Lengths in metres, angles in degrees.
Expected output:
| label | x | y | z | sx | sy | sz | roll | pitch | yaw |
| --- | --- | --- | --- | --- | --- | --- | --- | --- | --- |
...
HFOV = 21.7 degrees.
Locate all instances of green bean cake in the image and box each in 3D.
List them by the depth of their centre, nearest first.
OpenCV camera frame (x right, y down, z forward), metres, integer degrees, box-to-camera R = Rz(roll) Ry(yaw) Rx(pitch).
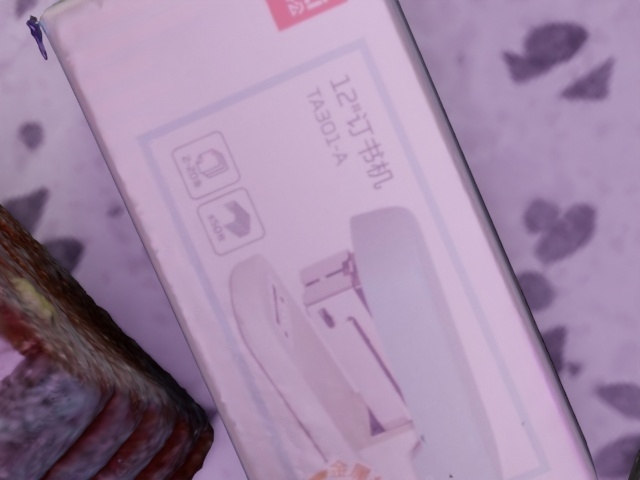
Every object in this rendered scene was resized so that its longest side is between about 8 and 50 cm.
| label | x | y | z | sx | sy | sz | roll | pitch | yaw |
| --- | --- | --- | --- | --- | --- | --- | --- | --- | --- |
| green bean cake | -0.164 | 0.023 | 0.668 | 0.097 | 0.198 | 0.233 | -46 | 75 | -1 |

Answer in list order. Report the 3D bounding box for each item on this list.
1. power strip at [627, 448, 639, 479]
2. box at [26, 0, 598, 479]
| label | x | y | z | sx | sy | sz | roll | pitch | yaw |
| --- | --- | --- | --- | --- | --- | --- | --- | --- | --- |
| power strip | 0.130 | 0.126 | 0.705 | 0.017 | 0.027 | 0.083 | 18 | 99 | 4 |
| box | 0.000 | 0.000 | 0.676 | 0.135 | 0.079 | 0.269 | -23 | 94 | 6 |
